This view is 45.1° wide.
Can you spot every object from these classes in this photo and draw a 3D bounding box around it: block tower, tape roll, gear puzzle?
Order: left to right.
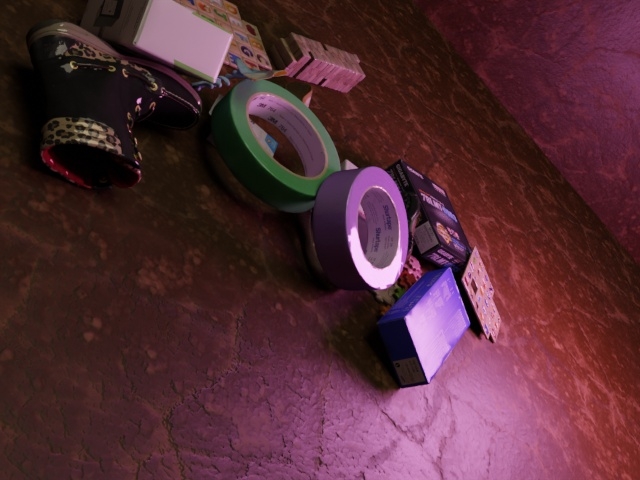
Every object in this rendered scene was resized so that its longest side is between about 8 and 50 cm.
[{"bbox_3d":[-0.095,-0.216,1.737,0.321,0.077,0.321,32,39,-29],"label":"tape roll"},{"bbox_3d":[0.000,-0.523,2.289,0.335,0.091,0.097,-1,59,-52],"label":"block tower"},{"bbox_3d":[0.094,-0.025,1.728,0.275,0.090,0.274,8,81,-55],"label":"tape roll"},{"bbox_3d":[0.188,0.107,1.914,0.175,0.044,0.339,40,33,-18],"label":"gear puzzle"}]

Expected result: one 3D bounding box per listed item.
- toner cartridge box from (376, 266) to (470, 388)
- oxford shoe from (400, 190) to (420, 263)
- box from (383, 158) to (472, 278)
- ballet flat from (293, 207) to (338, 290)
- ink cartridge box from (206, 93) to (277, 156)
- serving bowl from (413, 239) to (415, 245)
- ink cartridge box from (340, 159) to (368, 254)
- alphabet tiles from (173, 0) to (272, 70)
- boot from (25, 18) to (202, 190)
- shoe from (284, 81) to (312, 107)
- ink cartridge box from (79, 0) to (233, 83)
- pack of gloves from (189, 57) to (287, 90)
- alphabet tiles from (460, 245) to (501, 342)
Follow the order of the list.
[{"bbox_3d":[0.253,0.198,1.830,0.348,0.075,0.165,-33,106,-59],"label":"toner cartridge box"},{"bbox_3d":[0.204,-0.030,1.961,0.083,0.096,0.227,9,52,10],"label":"oxford shoe"},{"bbox_3d":[0.319,-0.057,2.181,0.295,0.073,0.293,25,40,-53],"label":"box"},{"bbox_3d":[0.000,0.000,1.769,0.084,0.058,0.249,13,47,-45],"label":"ballet flat"},{"bbox_3d":[-0.191,-0.240,1.770,0.180,0.060,0.104,40,34,-18],"label":"ink cartridge box"},{"bbox_3d":[0.249,-0.027,2.137,0.083,0.027,0.083,27,49,-37],"label":"serving bowl"},{"bbox_3d":[0.087,-0.084,1.944,0.148,0.086,0.203,35,34,-25],"label":"ink cartridge box"},{"bbox_3d":[-0.277,-0.571,2.056,0.343,0.011,0.285,14,46,-45],"label":"alphabet tiles"},{"bbox_3d":[-0.372,-0.222,1.448,0.377,0.138,0.284,26,43,-47],"label":"boot"},{"bbox_3d":[-0.070,-0.373,2.084,0.077,0.058,0.219,14,32,0],"label":"shoe"},{"bbox_3d":[-0.344,-0.427,1.586,0.198,0.114,0.273,18,4,-42],"label":"ink cartridge box"},{"bbox_3d":[-0.205,-0.368,1.682,0.195,0.232,0.046,-15,107,-20],"label":"pack of gloves"},{"bbox_3d":[0.456,0.160,2.161,0.237,0.009,0.198,65,30,-18],"label":"alphabet tiles"}]
